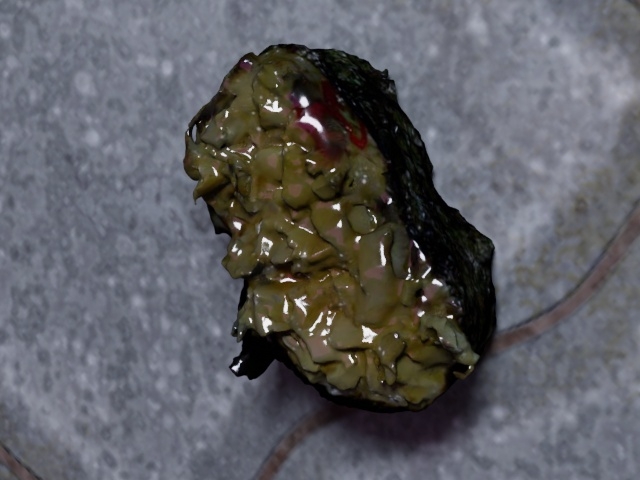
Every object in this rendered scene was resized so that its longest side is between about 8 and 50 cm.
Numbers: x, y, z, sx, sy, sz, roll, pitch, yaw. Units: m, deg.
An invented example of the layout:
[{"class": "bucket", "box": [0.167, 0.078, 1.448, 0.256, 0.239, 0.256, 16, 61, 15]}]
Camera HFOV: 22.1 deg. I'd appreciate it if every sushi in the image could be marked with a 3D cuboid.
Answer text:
[{"class": "sushi", "box": [0.000, 0.000, 0.910, 0.147, 0.115, 0.212, -26, 87, 27]}]
